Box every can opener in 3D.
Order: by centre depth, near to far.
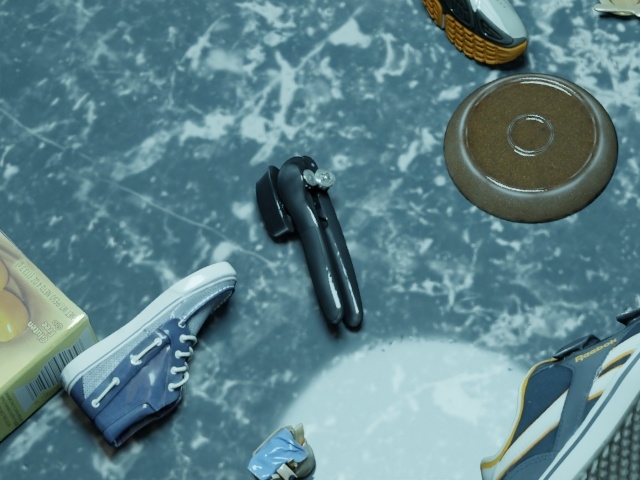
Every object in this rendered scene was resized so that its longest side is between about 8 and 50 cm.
[{"bbox_3d":[0.000,0.000,1.739,0.059,0.073,0.186,-2,57,-41],"label":"can opener"}]

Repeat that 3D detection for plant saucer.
[{"bbox_3d":[0.202,-0.097,1.780,0.168,0.029,0.168,-2,61,4],"label":"plant saucer"}]

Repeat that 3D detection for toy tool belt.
[{"bbox_3d":[-0.042,0.199,1.630,0.052,0.051,0.083,36,71,22],"label":"toy tool belt"}]

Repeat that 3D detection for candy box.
[{"bbox_3d":[-0.378,0.130,1.678,0.316,0.087,0.183,-42,66,-17],"label":"candy box"}]

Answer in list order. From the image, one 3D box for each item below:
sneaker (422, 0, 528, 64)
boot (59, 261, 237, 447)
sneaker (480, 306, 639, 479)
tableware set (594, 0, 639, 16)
[{"bbox_3d":[0.145,-0.293,1.854,0.121,0.099,0.262,-28,64,-15],"label":"sneaker"},{"bbox_3d":[-0.138,0.105,1.689,0.190,0.069,0.086,-37,72,-5],"label":"boot"},{"bbox_3d":[0.259,0.122,1.569,0.321,0.126,0.127,-45,39,1],"label":"sneaker"},{"bbox_3d":[0.349,-0.274,1.864,0.141,0.020,0.169,8,63,9],"label":"tableware set"}]
